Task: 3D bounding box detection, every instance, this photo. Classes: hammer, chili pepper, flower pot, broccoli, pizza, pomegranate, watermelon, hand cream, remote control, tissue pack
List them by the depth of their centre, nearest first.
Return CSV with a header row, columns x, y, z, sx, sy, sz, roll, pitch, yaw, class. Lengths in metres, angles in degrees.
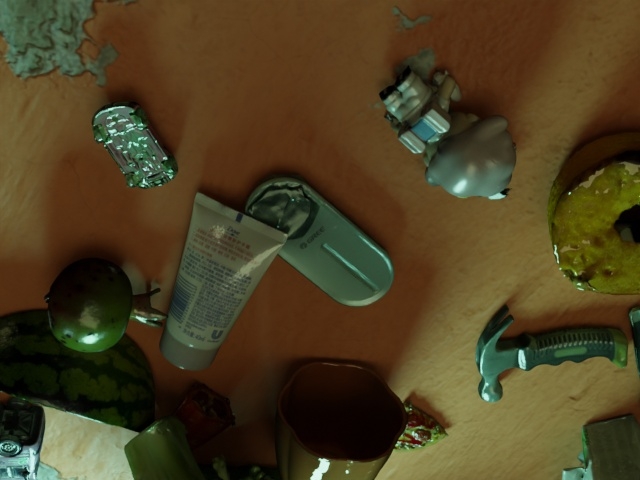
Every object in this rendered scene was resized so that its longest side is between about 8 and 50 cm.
x,y,z,sx,sy,sz,roll,pitch,yaw,class
-0.290,0.080,1.489,0.159,0.129,0.129,-19,124,-18,pomegranate
0.000,0.000,1.508,0.104,0.052,0.247,-41,117,16,remote control
-0.149,0.059,1.509,0.133,0.083,0.247,26,118,-1,hand cream
-0.183,0.423,1.548,0.277,0.317,0.338,-29,139,-14,broccoli
-0.356,0.204,1.548,0.304,0.128,0.159,19,118,-17,watermelon
0.015,0.298,1.633,0.191,0.190,0.173,6,134,-10,flower pot
0.346,0.163,1.655,0.227,0.041,0.158,-5,124,-3,hammer
-0.216,0.292,1.660,0.088,0.065,0.169,38,114,-24,chili pepper
0.135,0.306,1.725,0.099,0.029,0.100,-38,118,17,pizza
0.457,0.423,1.760,0.145,0.159,0.229,-9,122,8,tissue pack

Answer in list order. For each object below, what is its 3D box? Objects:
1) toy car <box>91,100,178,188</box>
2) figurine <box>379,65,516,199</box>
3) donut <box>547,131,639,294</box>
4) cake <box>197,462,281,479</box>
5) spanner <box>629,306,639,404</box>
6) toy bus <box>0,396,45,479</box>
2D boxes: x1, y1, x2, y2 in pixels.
x,y,z,sx,sy,sz,roll,pitch,yaw,class
-0.234,-0.124,1.405,0.069,0.055,0.142,-17,132,14,toy car
0.174,-0.127,1.423,0.229,0.112,0.137,42,114,-16,figurine
0.427,-0.034,1.500,0.254,0.118,0.253,-1,120,-3,donut
-0.154,0.406,1.714,0.235,0.099,0.100,8,118,-10,cake
0.517,0.248,1.693,0.040,0.095,0.324,-16,121,4,spanner
-0.502,0.296,1.608,0.199,0.096,0.108,1,125,-5,toy bus
